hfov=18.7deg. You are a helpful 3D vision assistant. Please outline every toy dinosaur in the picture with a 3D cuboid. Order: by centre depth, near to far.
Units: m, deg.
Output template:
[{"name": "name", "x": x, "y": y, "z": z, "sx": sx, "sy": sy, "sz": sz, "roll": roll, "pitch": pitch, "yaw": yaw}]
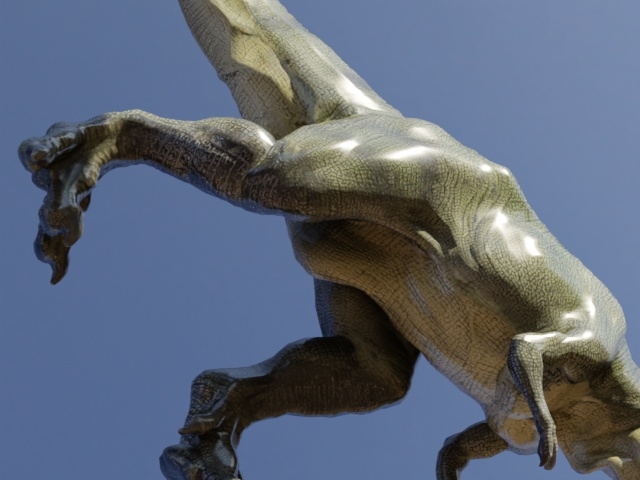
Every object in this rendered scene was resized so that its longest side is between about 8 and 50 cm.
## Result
[{"name": "toy dinosaur", "x": 0.000, "y": 0.000, "z": 0.453, "sx": 0.118, "sy": 0.268, "sz": 0.064, "roll": -29, "pitch": -22, "yaw": -26}]
